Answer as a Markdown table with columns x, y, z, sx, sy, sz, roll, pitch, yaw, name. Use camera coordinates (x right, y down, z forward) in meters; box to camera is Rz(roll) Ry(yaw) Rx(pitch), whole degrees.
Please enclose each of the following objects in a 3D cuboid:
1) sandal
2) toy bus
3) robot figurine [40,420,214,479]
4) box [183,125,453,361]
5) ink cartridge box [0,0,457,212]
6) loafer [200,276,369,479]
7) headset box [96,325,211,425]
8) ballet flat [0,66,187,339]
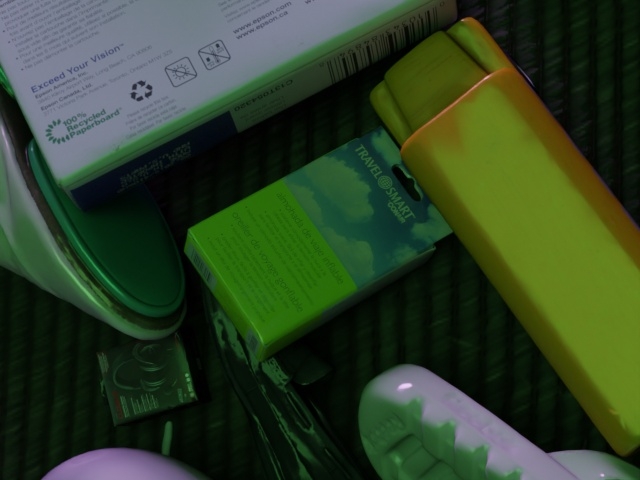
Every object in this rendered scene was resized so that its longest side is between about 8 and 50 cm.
| x | y | z | sx | sy | sz | roll | pitch | yaw | name |
| --- | --- | --- | --- | --- | --- | --- | --- | --- | --- |
| 0.205 | 0.211 | 1.143 | 0.416 | 0.169 | 0.102 | 39 | 58 | 17 | sandal |
| 0.161 | -0.009 | 1.171 | 0.108 | 0.130 | 0.333 | -38 | 75 | 10 | toy bus |
| -0.170 | 0.297 | 1.183 | 0.300 | 0.200 | 0.353 | 28 | 74 | 26 | robot figurine |
| 0.000 | 0.000 | 1.235 | 0.178 | 0.042 | 0.109 | -29 | 74 | -20 | box |
| -0.112 | -0.233 | 1.264 | 0.324 | 0.071 | 0.330 | -27 | 67 | -2 | ink cartridge box |
| -0.027 | 0.107 | 1.251 | 0.078 | 0.076 | 0.223 | -24 | 82 | 9 | loafer |
| -0.136 | 0.110 | 1.305 | 0.083 | 0.032 | 0.062 | -17 | 79 | 14 | headset box |
| -0.239 | -0.063 | 1.320 | 0.139 | 0.139 | 0.400 | -36 | 71 | 11 | ballet flat |
